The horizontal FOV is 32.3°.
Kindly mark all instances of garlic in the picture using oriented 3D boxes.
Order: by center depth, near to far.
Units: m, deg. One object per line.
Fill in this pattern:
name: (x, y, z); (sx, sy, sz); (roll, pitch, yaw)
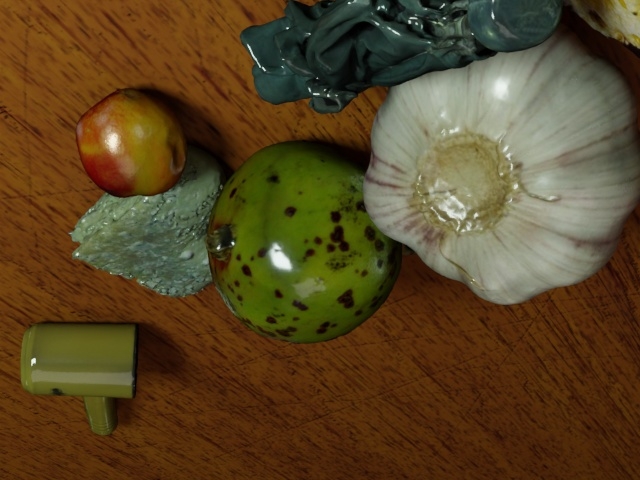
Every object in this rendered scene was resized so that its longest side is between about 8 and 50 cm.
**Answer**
garlic: (0.183, -0.088, 0.955); (0.253, 0.245, 0.245); (-31, 171, -46)

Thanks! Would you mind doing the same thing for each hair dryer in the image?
hair dryer: (-0.298, 0.189, 1.409); (0.135, 0.090, 0.278); (1, 152, -7)

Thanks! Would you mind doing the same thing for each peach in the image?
peach: (-0.169, -0.088, 0.997); (0.101, 0.100, 0.100); (-2, 146, -2)

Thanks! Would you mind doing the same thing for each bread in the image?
bread: (-0.173, -0.011, 1.133); (0.173, 0.064, 0.232); (-3, 145, -4)

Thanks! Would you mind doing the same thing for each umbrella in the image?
umbrella: (0.054, -0.151, 0.769); (0.143, 0.349, 0.094); (-33, 104, -14)

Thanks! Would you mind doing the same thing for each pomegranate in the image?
pomegranate: (-0.002, -0.012, 1.072); (0.198, 0.246, 0.198); (22, 134, 24)

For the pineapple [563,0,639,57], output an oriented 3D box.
pineapple: (0.237, -0.280, 0.633); (0.272, 0.262, 0.262); (-42, 141, -4)
